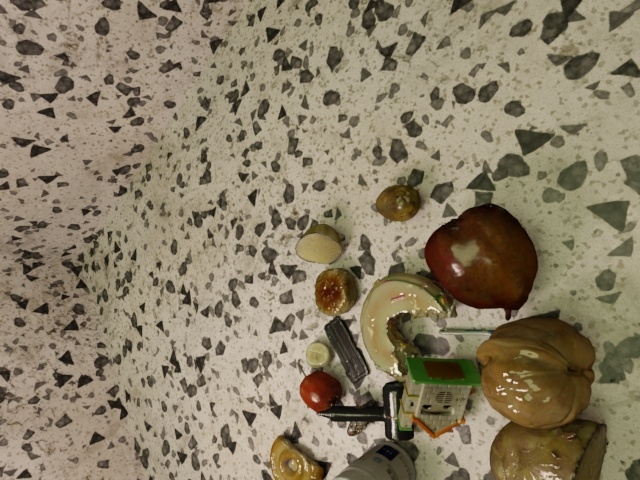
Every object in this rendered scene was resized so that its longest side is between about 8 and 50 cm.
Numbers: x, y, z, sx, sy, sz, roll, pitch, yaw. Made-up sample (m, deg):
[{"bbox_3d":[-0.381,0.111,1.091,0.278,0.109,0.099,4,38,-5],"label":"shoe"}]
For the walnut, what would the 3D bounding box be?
[{"bbox_3d":[0.572,0.351,1.085,0.286,0.285,0.296,1,57,37],"label":"walnut"}]

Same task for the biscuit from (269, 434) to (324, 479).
[{"bbox_3d":[-0.115,0.987,1.717,0.275,0.091,0.212,12,93,34],"label":"biscuit"}]

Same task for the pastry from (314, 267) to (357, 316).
[{"bbox_3d":[0.059,0.207,1.618,0.182,0.093,0.192,-15,75,36],"label":"pastry"}]

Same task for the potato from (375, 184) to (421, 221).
[{"bbox_3d":[0.286,-0.136,1.450,0.176,0.137,0.137,18,100,57],"label":"potato"}]

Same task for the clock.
[{"bbox_3d":[0.374,0.515,1.303,0.220,0.106,0.255,4,116,-4],"label":"clock"}]

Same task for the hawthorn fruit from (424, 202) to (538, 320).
[{"bbox_3d":[0.479,0.056,1.194,0.308,0.309,0.324,-44,51,27],"label":"hawthorn fruit"}]

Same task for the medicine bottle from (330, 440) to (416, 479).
[{"bbox_3d":[0.172,0.838,1.359,0.190,0.332,0.189,-2,87,37],"label":"medicine bottle"}]

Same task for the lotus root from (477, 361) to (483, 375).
[{"bbox_3d":[0.565,0.443,1.241,0.179,0.081,0.089,54,160,30],"label":"lotus root"}]

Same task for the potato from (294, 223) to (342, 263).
[{"bbox_3d":[0.000,0.000,1.655,0.202,0.182,0.117,-46,24,46],"label":"potato"}]

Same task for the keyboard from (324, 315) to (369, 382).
[{"bbox_3d":[0.102,0.441,1.624,0.106,0.016,0.262,-43,64,27],"label":"keyboard"}]

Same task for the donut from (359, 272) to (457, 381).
[{"bbox_3d":[0.289,0.282,1.405,0.307,0.150,0.370,37,111,35],"label":"donut"}]

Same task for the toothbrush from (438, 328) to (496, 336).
[{"bbox_3d":[0.566,0.305,1.275,0.387,0.040,0.040,-8,84,38],"label":"toothbrush"}]

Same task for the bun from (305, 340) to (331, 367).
[{"bbox_3d":[-0.005,0.478,1.670,0.115,0.069,0.115,-6,71,19],"label":"bun"}]

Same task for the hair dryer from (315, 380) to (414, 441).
[{"bbox_3d":[0.155,0.610,1.452,0.353,0.107,0.188,-3,83,9],"label":"hair dryer"}]

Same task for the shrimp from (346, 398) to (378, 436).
[{"bbox_3d":[0.162,0.679,1.536,0.190,0.073,0.074,-54,48,19],"label":"shrimp"}]

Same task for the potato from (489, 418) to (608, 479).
[{"bbox_3d":[0.610,0.597,1.110,0.237,0.300,0.288,16,61,49],"label":"potato"}]

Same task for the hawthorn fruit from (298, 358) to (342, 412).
[{"bbox_3d":[-0.037,0.577,1.645,0.285,0.165,0.165,37,109,42],"label":"hawthorn fruit"}]
